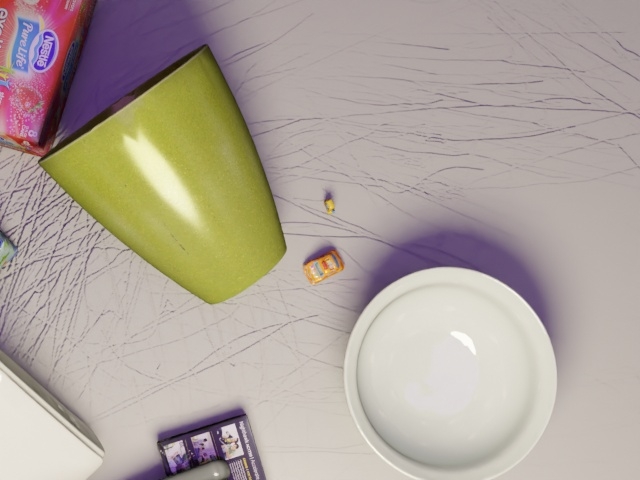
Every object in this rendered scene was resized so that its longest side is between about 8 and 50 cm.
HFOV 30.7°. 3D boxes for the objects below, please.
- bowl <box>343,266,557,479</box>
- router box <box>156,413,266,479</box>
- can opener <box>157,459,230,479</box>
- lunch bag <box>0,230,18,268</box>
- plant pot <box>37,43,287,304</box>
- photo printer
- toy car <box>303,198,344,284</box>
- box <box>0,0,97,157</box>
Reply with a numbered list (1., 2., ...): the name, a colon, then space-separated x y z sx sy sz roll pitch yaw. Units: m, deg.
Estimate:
1. bowl: 0.170 0.190 1.633 0.297 0.134 0.298 1 83 -7
2. router box: -0.140 0.347 1.626 0.133 0.046 0.179 -16 85 -8
3. can opener: -0.248 0.369 1.565 0.280 0.093 0.074 -20 75 10
4. lunch bag: -0.504 -0.007 1.588 0.151 0.129 0.096 41 80 -1
5. plant pot: -0.184 -0.067 1.583 0.275 0.275 0.293 -36 104 -9
6. photo printer: -0.470 0.303 1.505 0.307 0.107 0.256 -40 129 -6
7. toy car: 0.000 0.000 1.685 0.060 0.040 0.122 -9 85 -7
8. box: -0.411 -0.259 1.631 0.128 0.122 0.257 16 82 -5
